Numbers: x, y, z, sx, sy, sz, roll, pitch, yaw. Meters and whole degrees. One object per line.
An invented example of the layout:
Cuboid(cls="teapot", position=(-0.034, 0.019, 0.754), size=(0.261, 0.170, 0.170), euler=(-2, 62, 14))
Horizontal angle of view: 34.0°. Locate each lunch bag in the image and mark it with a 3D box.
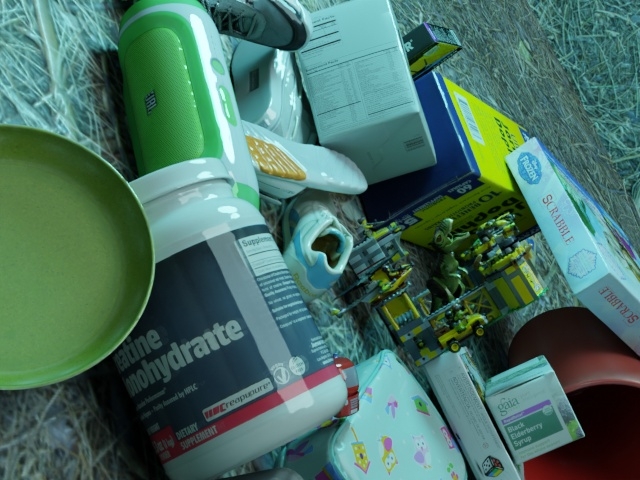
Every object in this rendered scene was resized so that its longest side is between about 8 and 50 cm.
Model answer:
Cuboid(cls="lunch bag", position=(0.068, 0.276, 1.209), size=(0.224, 0.108, 0.279), euler=(57, 27, -8))

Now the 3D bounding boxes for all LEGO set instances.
Cuboid(cls="LEGO set", position=(0.148, 0.025, 1.409), size=(0.192, 0.255, 0.331), euler=(58, 11, -3))

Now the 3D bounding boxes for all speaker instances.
Cuboid(cls="speaker", position=(-0.157, -0.141, 1.218), size=(0.131, 0.131, 0.297), euler=(21, 45, -51))

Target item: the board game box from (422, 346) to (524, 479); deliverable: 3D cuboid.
Cuboid(cls="board game box", position=(0.216, 0.244, 1.446), size=(0.193, 0.053, 0.305), euler=(64, 7, 9))

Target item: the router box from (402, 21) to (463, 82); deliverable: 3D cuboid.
Cuboid(cls="router box", position=(0.148, -0.312, 1.851), size=(0.133, 0.179, 0.046), euler=(-9, 68, -60))

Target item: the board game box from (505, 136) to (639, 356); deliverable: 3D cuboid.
Cuboid(cls="board game box", position=(0.446, 0.030, 1.664), size=(0.318, 0.066, 0.318), euler=(37, 25, -38))

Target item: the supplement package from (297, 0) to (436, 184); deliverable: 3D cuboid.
Cuboid(cls="supplement package", position=(0.066, -0.215, 1.541), size=(0.194, 0.149, 0.203), euler=(54, 21, -68))

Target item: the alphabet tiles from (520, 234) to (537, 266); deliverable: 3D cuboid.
Cuboid(cls="alphabet tiles", position=(0.366, -0.071, 2.167), size=(0.285, 0.011, 0.342), euler=(51, 28, -16))

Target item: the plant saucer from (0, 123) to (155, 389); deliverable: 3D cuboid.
Cuboid(cls="plant saucer", position=(-0.261, 0.015, 0.879), size=(0.241, 0.037, 0.241), euler=(9, 62, -17))

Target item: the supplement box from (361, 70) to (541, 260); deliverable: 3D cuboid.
Cuboid(cls="supplement box", position=(0.228, -0.109, 1.766), size=(0.356, 0.194, 0.195), euler=(17, 49, -53))

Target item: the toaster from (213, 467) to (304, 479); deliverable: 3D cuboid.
Cuboid(cls="toaster", position=(-0.052, 0.322, 0.934), size=(0.186, 0.110, 0.168), euler=(61, 25, -16))

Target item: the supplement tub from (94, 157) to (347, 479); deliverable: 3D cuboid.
Cuboid(cls="supplement tub", position=(-0.110, 0.079, 1.008), size=(0.191, 0.191, 0.272), euler=(-13, 74, -62))

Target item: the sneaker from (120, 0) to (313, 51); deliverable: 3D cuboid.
Cuboid(cls="sneaker", position=(-0.144, -0.295, 1.386), size=(0.268, 0.101, 0.153), euler=(25, 45, -11))

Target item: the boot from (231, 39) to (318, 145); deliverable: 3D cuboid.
Cuboid(cls="boot", position=(-0.061, -0.208, 1.512), size=(0.123, 0.095, 0.258), euler=(48, 34, -39))

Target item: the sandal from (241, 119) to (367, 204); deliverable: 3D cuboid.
Cuboid(cls="sandal", position=(-0.054, -0.086, 1.381), size=(0.265, 0.076, 0.102), euler=(15, 36, -36))

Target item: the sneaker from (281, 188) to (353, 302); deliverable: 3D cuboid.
Cuboid(cls="sneaker", position=(0.000, 0.000, 1.384), size=(0.087, 0.092, 0.229), euler=(45, 29, -23))

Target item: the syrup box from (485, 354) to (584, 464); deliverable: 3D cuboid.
Cuboid(cls="syrup box", position=(0.282, 0.221, 1.400), size=(0.096, 0.093, 0.237), euler=(65, 7, 5))

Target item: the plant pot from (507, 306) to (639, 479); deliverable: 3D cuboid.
Cuboid(cls="plant pot", position=(0.419, 0.254, 1.693), size=(0.275, 0.275, 0.243), euler=(45, 20, -26))

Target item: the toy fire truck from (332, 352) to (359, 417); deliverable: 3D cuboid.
Cuboid(cls="toy fire truck", position=(-0.047, 0.117, 1.137), size=(0.047, 0.192, 0.135), euler=(-9, 99, -60))
